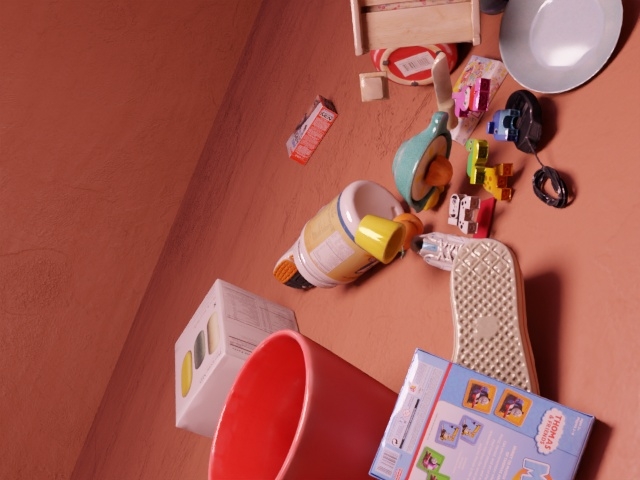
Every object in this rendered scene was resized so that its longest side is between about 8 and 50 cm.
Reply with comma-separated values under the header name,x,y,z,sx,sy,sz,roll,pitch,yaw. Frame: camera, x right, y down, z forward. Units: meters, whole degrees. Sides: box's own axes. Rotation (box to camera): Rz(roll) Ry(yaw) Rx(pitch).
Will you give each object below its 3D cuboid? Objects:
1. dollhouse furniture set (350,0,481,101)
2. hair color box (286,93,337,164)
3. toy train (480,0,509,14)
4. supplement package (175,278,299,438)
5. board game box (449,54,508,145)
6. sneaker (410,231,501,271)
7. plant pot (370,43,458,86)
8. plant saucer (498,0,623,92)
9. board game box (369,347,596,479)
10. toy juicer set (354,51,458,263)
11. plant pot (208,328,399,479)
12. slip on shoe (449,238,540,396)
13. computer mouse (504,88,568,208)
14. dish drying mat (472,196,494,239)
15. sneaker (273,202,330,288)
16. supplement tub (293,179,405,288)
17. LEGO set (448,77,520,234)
name,x,y,z,sx,sy,sz,roll,pitch,yaw
dollhouse furniture set,0.211,-0.417,1.150,0.174,0.303,0.356,-54,-39,-65
hair color box,-0.025,-0.296,1.932,0.167,0.053,0.093,-54,24,21
toy train,0.302,-0.491,1.221,0.334,0.142,0.190,27,96,42
supplement package,-0.168,0.255,1.487,0.199,0.198,0.263,-56,25,19
board game box,0.266,-0.253,1.299,0.154,0.026,0.103,-60,24,10
sneaker,0.197,0.022,1.086,0.190,0.083,0.071,10,87,67
plant pot,0.187,-0.418,1.429,0.191,0.191,0.174,-32,42,52
plant saucer,0.361,-0.316,1.080,0.195,0.037,0.195,1,91,45
board game box,0.180,0.234,0.820,0.211,0.039,0.160,18,82,29
toy juicer set,0.183,-0.115,1.179,0.089,0.209,0.329,26,98,24
plant pot,0.010,0.288,1.017,0.275,0.243,0.275,-47,29,36
slip on shoe,0.214,0.166,0.909,0.123,0.101,0.331,-4,68,21
computer mouse,0.322,-0.136,1.055,0.071,0.041,0.242,109,161,-47
dish drying mat,0.252,-0.027,1.122,0.032,0.008,0.083,-22,47,59
sneaker,0.000,0.000,1.546,0.262,0.099,0.121,-40,25,30
supplement tub,0.051,-0.006,1.354,0.199,0.144,0.144,-40,33,45
LEGO set,0.242,-0.127,1.110,0.093,0.087,0.227,-160,73,-64
